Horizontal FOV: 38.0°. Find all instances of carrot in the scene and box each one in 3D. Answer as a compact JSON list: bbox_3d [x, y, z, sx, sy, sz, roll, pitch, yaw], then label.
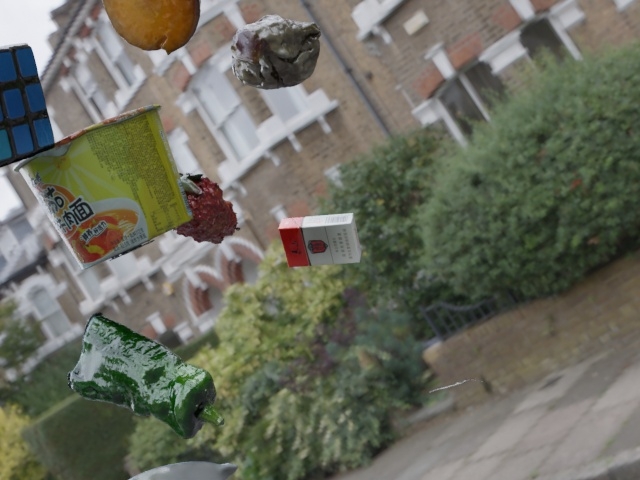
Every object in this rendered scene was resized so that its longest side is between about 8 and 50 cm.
[{"bbox_3d":[-0.297,-0.495,1.797,0.196,0.196,0.254,-35,23,25],"label":"carrot"}]

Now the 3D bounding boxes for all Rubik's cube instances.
[{"bbox_3d":[-0.497,-0.183,1.315,0.163,0.161,0.162,-6,14,17],"label":"Rubik's cube"}]

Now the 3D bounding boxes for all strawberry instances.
[{"bbox_3d":[-0.254,-0.052,1.766,0.228,0.174,0.098,58,-130,-62],"label":"strawberry"}]

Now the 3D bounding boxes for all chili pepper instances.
[{"bbox_3d":[-0.264,0.226,1.460,0.136,0.270,0.099,-66,-24,-5],"label":"chili pepper"}]

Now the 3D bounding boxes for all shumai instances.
[{"bbox_3d":[-0.108,-0.443,2.248,0.218,0.184,0.185,4,25,-4],"label":"shumai"}]

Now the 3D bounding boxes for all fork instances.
[{"bbox_3d":[0.283,0.303,1.949,0.115,0.012,0.016,-15,-20,17],"label":"fork"}]

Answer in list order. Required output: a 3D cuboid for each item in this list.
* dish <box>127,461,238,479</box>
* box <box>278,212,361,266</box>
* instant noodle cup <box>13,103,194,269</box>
[{"bbox_3d":[-0.254,0.484,1.684,0.236,0.086,0.228,-31,-34,22],"label":"dish"},{"bbox_3d":[0.000,0.000,1.898,0.152,0.100,0.048,-6,32,11],"label":"box"},{"bbox_3d":[-0.341,-0.082,1.532,0.264,0.200,0.264,-24,7,3],"label":"instant noodle cup"}]
